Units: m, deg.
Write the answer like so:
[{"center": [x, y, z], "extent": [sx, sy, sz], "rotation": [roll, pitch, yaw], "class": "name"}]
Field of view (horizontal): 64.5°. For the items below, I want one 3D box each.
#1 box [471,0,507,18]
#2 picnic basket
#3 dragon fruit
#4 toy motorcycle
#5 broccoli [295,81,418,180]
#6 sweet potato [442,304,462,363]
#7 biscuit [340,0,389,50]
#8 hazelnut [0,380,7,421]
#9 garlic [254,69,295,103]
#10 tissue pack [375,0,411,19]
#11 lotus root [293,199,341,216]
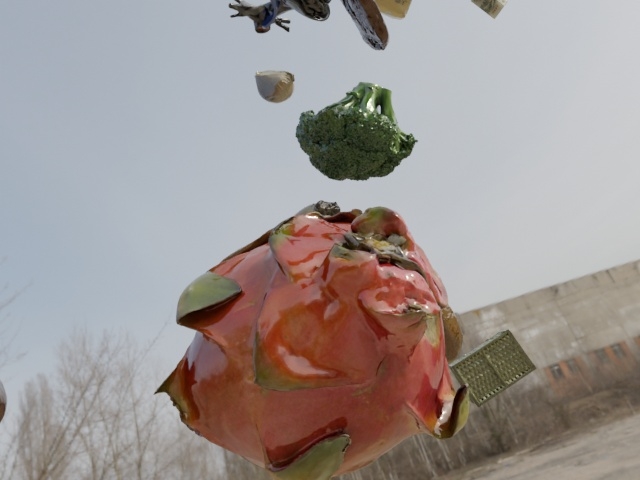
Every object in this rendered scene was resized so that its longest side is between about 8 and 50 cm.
[{"center": [0.447, -0.636, 1.347], "extent": [0.024, 0.083, 0.054], "rotation": [-51, -2, -20], "class": "box"}, {"center": [0.484, 0.363, 1.455], "extent": [0.196, 0.134, 0.154], "rotation": [-35, -13, 2], "class": "picnic basket"}, {"center": [0.000, 0.078, 0.416], "extent": [0.227, 0.224, 0.224], "rotation": [-34, -28, 20], "class": "dragon fruit"}, {"center": [-0.147, -0.515, 0.972], "extent": [0.358, 0.125, 0.212], "rotation": [26, -17, -22], "class": "toy motorcycle"}, {"center": [0.076, -0.251, 1.178], "extent": [0.261, 0.242, 0.269], "rotation": [21, 2, -28], "class": "broccoli"}, {"center": [0.150, 0.085, 0.951], "extent": [0.092, 0.341, 0.114], "rotation": [-37, -10, -21], "class": "sweet potato"}, {"center": [0.086, -0.485, 1.072], "extent": [0.049, 0.192, 0.192], "rotation": [-32, -27, 11], "class": "biscuit"}, {"center": [-0.589, 0.248, 0.781], "extent": [0.160, 0.170, 0.202], "rotation": [-48, -36, -29], "class": "hazelnut"}, {"center": [-0.146, -0.505, 1.675], "extent": [0.086, 0.195, 0.102], "rotation": [-31, -56, -24], "class": "garlic"}, {"center": [0.166, -0.751, 1.432], "extent": [0.222, 0.090, 0.186], "rotation": [17, -78, -13], "class": "tissue pack"}, {"center": [0.000, 0.000, 1.189], "extent": [0.182, 0.183, 0.310], "rotation": [-14, -18, -11], "class": "lotus root"}]
